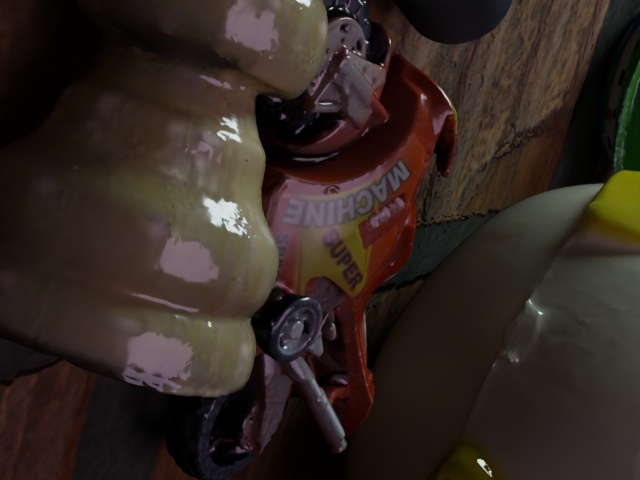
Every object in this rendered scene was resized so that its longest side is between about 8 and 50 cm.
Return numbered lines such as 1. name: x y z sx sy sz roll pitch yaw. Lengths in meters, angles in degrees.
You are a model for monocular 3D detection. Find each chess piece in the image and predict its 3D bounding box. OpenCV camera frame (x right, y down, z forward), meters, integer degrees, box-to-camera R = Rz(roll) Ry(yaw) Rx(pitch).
1. chess piece: -0.056 -0.074 0.527 0.143 0.143 0.261 16 94 -60

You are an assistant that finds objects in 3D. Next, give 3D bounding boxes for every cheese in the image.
1. cheese: 0.289 -0.087 1.097 0.204 0.083 0.320 3 107 -60

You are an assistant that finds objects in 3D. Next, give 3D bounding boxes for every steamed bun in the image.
1. steamed bun: 0.185 0.141 0.886 0.374 0.334 0.334 -60 150 -18

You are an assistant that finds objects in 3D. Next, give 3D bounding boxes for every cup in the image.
1. cup: 0.071 -0.170 0.714 0.077 0.078 0.100 42 45 -64

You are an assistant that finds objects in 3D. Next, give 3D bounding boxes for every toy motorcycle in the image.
1. toy motorcycle: -0.002 0.000 0.699 0.171 0.089 0.298 -15 125 -54
